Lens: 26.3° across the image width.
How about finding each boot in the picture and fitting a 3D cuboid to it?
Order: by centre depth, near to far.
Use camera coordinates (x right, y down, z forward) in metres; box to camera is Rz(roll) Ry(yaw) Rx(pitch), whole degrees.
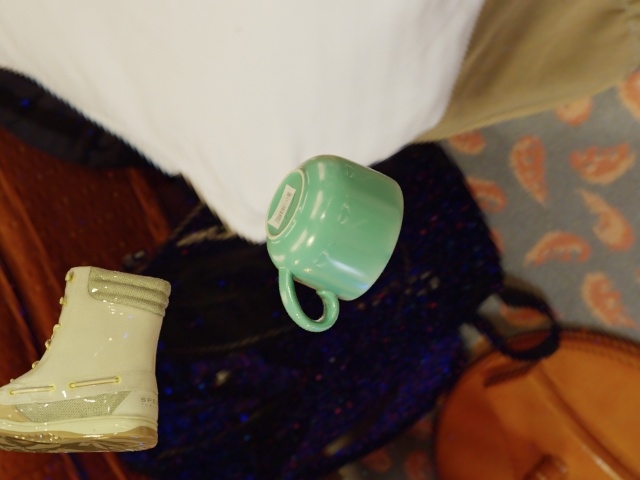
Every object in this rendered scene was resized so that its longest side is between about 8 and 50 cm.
[{"bbox_3d":[-0.244,0.108,1.259,0.213,0.165,0.077,-1,159,12],"label":"boot"}]

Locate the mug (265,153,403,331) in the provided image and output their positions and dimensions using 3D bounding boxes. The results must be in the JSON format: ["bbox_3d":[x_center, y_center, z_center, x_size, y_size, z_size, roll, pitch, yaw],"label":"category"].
[{"bbox_3d":[0.005,-0.008,1.326,0.097,0.158,0.129,23,137,-23],"label":"mug"}]
